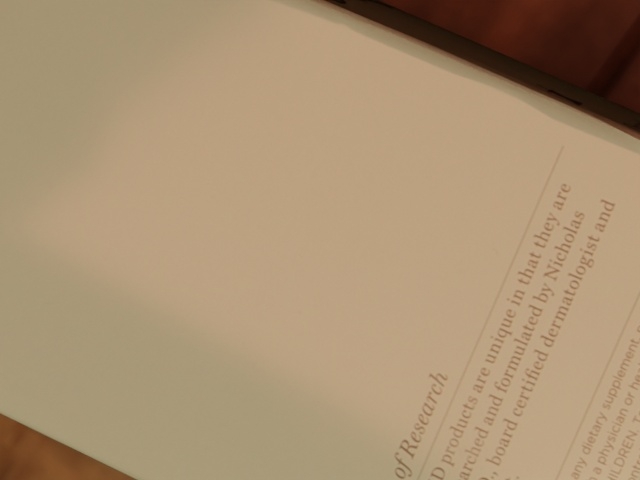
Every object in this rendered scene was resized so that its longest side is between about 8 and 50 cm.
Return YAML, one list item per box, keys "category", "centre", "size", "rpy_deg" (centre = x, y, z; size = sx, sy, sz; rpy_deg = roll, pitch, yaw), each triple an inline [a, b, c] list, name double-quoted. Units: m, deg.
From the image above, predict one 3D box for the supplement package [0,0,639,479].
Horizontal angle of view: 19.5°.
- category: "supplement package"
  centre: [0.000, 0.000, 0.405]
  size: [0.179, 0.105, 0.105]
  rpy_deg: [24, 100, 9]
